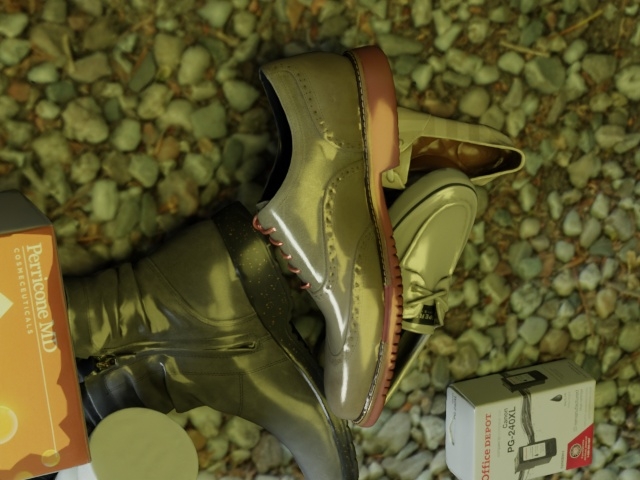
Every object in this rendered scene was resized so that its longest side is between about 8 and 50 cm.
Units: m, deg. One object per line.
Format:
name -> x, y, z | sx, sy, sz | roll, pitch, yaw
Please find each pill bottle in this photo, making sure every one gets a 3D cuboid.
pill bottle -> -0.192, 0.249, 1.345 | 0.121, 0.121, 0.221 | 4, 144, -25

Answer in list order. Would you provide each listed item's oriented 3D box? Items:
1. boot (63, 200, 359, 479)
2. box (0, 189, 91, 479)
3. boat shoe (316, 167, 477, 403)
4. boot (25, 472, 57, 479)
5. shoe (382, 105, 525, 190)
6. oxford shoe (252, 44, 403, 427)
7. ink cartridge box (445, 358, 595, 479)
boot -> -0.111, 0.144, 1.412 | 0.222, 0.118, 0.338 | -27, 108, -8
box -> -0.388, 0.102, 1.214 | 0.345, 0.168, 0.215 | -12, 105, -19
boat shoe -> 0.084, 0.057, 1.433 | 0.096, 0.088, 0.267 | 18, 114, -35
boot -> -0.318, 0.228, 1.385 | 0.121, 0.045, 0.099 | 36, 100, -29
shoe -> 0.099, -0.088, 1.425 | 0.219, 0.058, 0.077 | 0, 110, -23
oxford shoe -> 0.000, 0.000, 1.335 | 0.130, 0.123, 0.348 | -4, 93, -15
ink cartridge box -> 0.217, 0.201, 1.590 | 0.150, 0.063, 0.109 | -10, 114, -20
